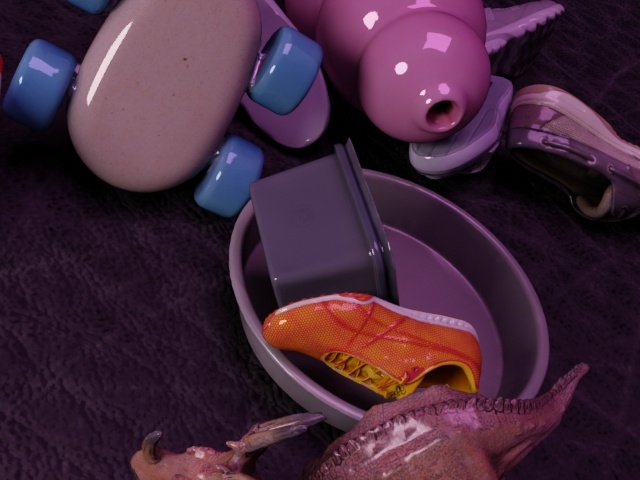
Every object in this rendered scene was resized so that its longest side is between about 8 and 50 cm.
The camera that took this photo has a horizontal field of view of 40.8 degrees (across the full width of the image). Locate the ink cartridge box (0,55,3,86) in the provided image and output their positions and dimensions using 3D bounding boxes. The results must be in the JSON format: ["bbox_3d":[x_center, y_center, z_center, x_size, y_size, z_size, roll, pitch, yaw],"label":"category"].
[{"bbox_3d":[-0.331,-0.115,0.677,0.134,0.078,0.231,-12,50,-1],"label":"ink cartridge box"}]

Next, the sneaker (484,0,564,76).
[{"bbox_3d":[0.215,-0.274,1.116,0.281,0.105,0.115,-27,64,-41],"label":"sneaker"}]

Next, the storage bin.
[{"bbox_3d":[0.000,0.000,0.682,0.091,0.098,0.135,-14,52,-1],"label":"storage bin"}]

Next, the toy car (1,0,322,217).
[{"bbox_3d":[-0.149,-0.166,0.813,0.219,0.210,0.238,25,12,-19],"label":"toy car"}]

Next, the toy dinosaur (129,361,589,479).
[{"bbox_3d":[0.040,0.146,0.535,0.200,0.296,0.127,55,5,-24],"label":"toy dinosaur"}]

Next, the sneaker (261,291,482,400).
[{"bbox_3d":[0.043,0.082,0.635,0.175,0.064,0.067,11,55,-13],"label":"sneaker"}]

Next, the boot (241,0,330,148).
[{"bbox_3d":[-0.059,-0.215,0.934,0.258,0.095,0.123,61,15,4],"label":"boot"}]

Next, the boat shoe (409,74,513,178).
[{"bbox_3d":[0.165,-0.109,0.948,0.083,0.075,0.226,13,35,28],"label":"boat shoe"}]

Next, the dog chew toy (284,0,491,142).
[{"bbox_3d":[0.078,-0.225,0.903,0.207,0.206,0.331,7,40,-21],"label":"dog chew toy"}]

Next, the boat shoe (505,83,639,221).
[{"bbox_3d":[0.324,-0.065,0.977,0.285,0.103,0.092,32,71,-15],"label":"boat shoe"}]

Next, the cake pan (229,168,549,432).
[{"bbox_3d":[0.056,0.055,0.752,0.293,0.054,0.293,14,43,-14],"label":"cake pan"}]
